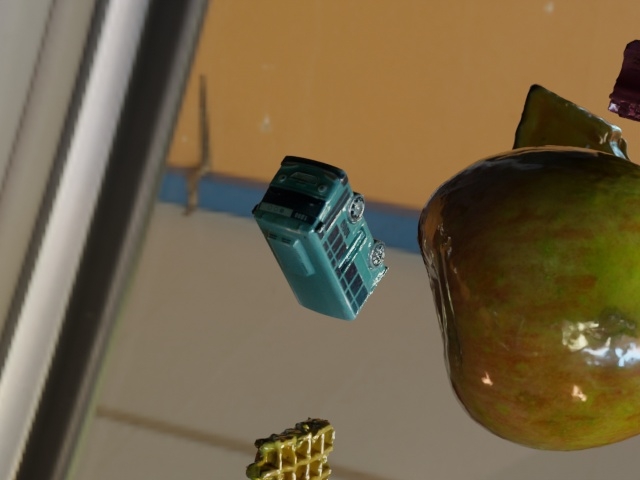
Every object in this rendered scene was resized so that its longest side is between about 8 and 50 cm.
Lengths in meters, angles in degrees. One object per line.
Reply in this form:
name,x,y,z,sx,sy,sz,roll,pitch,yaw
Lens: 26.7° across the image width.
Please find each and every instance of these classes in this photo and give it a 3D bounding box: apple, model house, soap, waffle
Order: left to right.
waffle,-0.061,0.411,2.142,0.057,0.229,0.219,10,-171,31
apple,0.271,0.058,1.475,0.340,0.339,0.339,3,-154,-1
model house,0.366,-0.114,1.985,0.173,0.239,0.268,-28,172,17
soap,0.496,-0.156,1.637,0.250,0.099,0.162,25,-174,39

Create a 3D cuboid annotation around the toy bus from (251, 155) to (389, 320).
toy bus,0.000,0.000,2.100,0.128,0.256,0.147,16,-120,31
